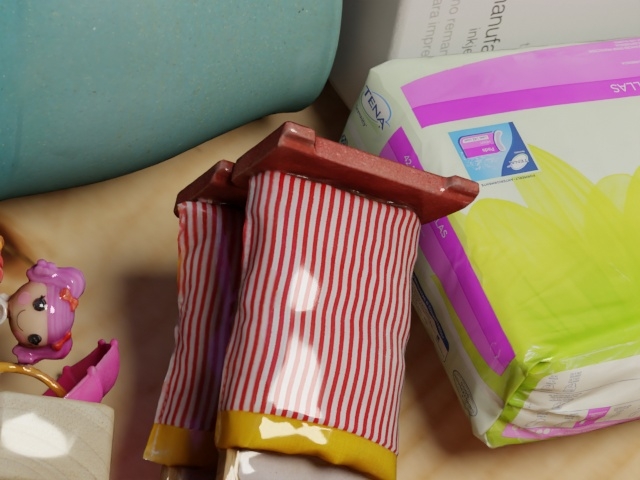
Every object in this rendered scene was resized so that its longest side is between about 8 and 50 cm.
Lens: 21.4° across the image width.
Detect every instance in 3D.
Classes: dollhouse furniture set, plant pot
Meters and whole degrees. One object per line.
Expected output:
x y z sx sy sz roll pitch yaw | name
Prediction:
-0.125 0.035 0.833 0.374 0.152 0.201 14 71 -25 | dollhouse furniture set
-0.134 -0.160 1.032 0.255 0.271 0.271 -7 54 -22 | plant pot

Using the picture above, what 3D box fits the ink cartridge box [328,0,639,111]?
0.194 -0.247 1.072 0.395 0.285 0.166 -14 50 -22 | ink cartridge box

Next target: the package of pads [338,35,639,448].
0.188 -0.009 1.007 0.296 0.101 0.229 -9 57 -25 | package of pads

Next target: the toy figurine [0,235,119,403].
-0.189 0.050 0.938 0.159 0.173 0.130 8 8 -14 | toy figurine
